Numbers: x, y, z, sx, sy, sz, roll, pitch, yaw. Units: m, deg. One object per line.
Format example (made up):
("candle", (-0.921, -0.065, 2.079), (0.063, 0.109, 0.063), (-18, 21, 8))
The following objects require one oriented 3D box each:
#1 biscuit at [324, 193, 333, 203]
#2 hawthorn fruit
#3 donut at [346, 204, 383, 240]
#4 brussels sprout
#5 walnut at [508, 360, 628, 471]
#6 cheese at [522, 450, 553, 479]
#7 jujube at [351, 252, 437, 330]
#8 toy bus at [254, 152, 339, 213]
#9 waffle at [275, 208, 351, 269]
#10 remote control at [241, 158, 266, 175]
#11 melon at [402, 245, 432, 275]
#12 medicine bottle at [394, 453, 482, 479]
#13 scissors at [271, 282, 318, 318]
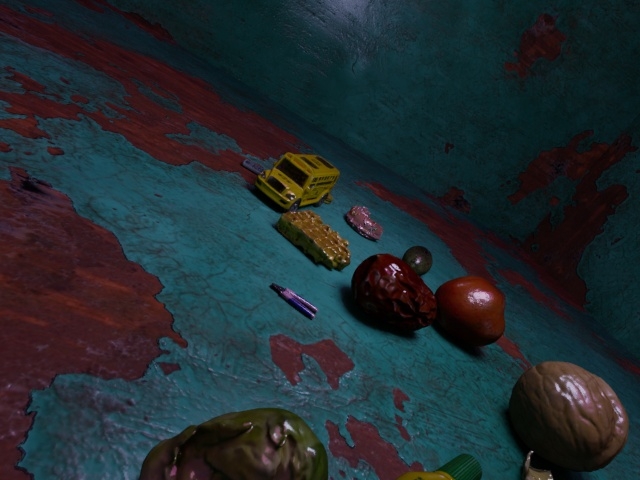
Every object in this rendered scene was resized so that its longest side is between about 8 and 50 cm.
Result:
("biscuit", (0.008, -0.168, 1.526), (0.084, 0.023, 0.084), (29, 22, -13))
("hawthorn fruit", (0.390, 0.194, 1.146), (0.225, 0.197, 0.197), (1, 30, -11))
("donut", (0.148, -0.071, 1.469), (0.117, 0.065, 0.166), (12, 29, -44))
("brussels sprout", (-0.082, 0.241, 0.411), (0.183, 0.145, 0.131), (-14, 67, -7))
("walnut", (0.526, 0.378, 0.885), (0.228, 0.228, 0.228), (29, 22, -13))
("cheese", (0.410, 0.447, 0.795), (0.084, 0.041, 0.060), (48, 29, -5))
("jujube", (0.181, 0.129, 0.996), (0.230, 0.155, 0.155), (30, 21, -27))
("toy bus", (-0.063, -0.192, 1.310), (0.144, 0.152, 0.330), (40, 22, 11))
("waffle", (0.000, 0.000, 1.124), (0.211, 0.055, 0.160), (40, 24, 16))
("remote control", (-0.202, -0.230, 1.370), (0.124, 0.018, 0.053), (31, 23, -7))
("melon", (0.323, 0.070, 1.378), (0.099, 0.099, 0.162), (38, 24, 10))
("medicine bottle", (0.164, 0.366, 0.586), (0.260, 0.064, 0.095), (6, 29, -48))
("scissors", (-0.055, 0.122, 0.855), (0.113, 0.012, 0.039), (34, 21, 1))
